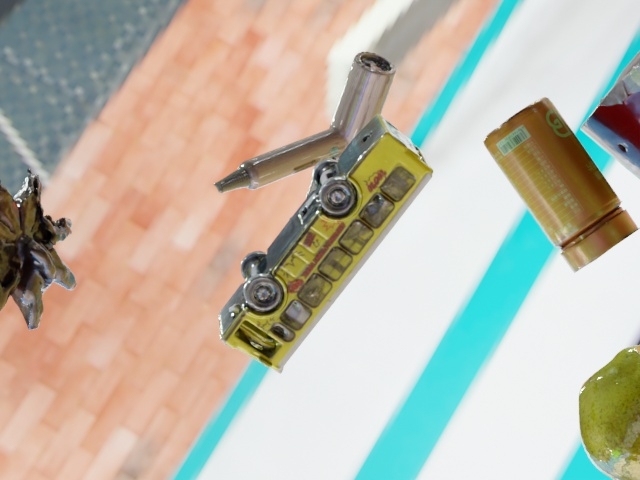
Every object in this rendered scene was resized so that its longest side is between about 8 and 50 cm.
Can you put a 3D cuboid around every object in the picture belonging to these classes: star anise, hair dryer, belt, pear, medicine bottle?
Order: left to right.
[{"bbox_3d":[-0.441,0.012,2.676,0.272,0.102,0.272,7,-99,-47],"label":"star anise"},{"bbox_3d":[-0.026,-0.115,2.091,0.220,0.053,0.195,-9,-50,-42],"label":"hair dryer"},{"bbox_3d":[0.280,-0.066,2.155,0.096,0.192,0.096,-34,-5,-4],"label":"medicine bottle"},{"bbox_3d":[0.444,0.246,2.515,0.198,0.198,0.198,-55,-14,-22],"label":"pear"},{"bbox_3d":[0.424,-0.198,2.152,0.227,0.115,0.324,-49,-4,-21],"label":"belt"}]

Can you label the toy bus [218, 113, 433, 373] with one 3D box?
[{"bbox_3d":[0.000,0.000,1.551,0.226,0.074,0.081,-53,15,9],"label":"toy bus"}]
